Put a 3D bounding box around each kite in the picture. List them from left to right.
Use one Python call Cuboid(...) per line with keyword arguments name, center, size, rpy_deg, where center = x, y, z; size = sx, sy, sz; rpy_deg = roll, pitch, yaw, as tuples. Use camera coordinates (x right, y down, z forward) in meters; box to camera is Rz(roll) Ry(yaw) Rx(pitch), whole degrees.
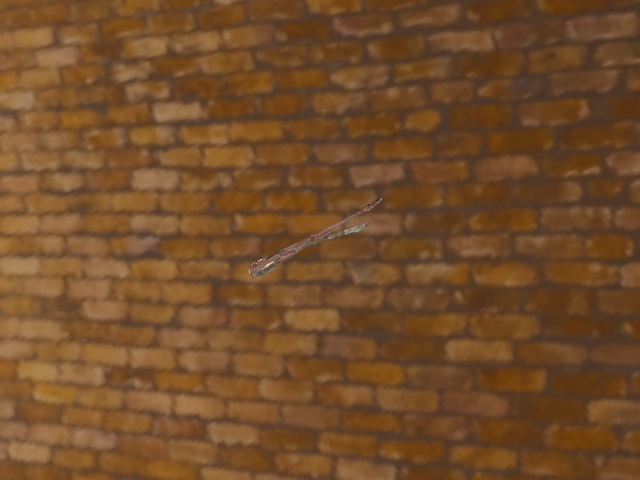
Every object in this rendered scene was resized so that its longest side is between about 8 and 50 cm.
Cuboid(name="kite", center=(0.000, -0.001, 1.150), size=(0.137, 0.152, 0.005), rpy_deg=(-32, -96, 39))
